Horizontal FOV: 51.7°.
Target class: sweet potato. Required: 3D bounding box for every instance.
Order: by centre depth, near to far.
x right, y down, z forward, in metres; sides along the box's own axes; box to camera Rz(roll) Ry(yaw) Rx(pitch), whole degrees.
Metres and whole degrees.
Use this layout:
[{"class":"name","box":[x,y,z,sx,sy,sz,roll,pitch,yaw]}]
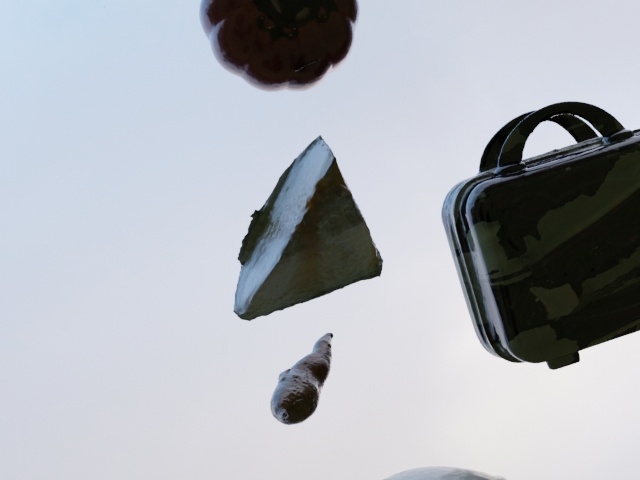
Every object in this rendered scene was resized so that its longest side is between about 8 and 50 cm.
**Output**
[{"class":"sweet potato","box":[-0.024,0.198,0.924,0.068,0.226,0.068,6,-68,16]}]

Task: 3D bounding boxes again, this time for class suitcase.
[{"class":"suitcase","box":[0.352,-0.023,0.929,0.352,0.194,0.339,-18,-89,-6]}]

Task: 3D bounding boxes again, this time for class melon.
[{"class":"melon","box":[0.002,0.002,0.645,0.140,0.093,0.202,29,-100,-14]}]

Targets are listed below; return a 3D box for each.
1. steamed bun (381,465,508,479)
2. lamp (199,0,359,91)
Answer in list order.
[{"class":"steamed bun","box":[0.058,0.290,0.411,0.177,0.283,0.282,-7,-68,8]},{"class":"lamp","box":[-0.047,-0.255,0.754,0.182,0.140,0.181,2,-98,-13]}]
